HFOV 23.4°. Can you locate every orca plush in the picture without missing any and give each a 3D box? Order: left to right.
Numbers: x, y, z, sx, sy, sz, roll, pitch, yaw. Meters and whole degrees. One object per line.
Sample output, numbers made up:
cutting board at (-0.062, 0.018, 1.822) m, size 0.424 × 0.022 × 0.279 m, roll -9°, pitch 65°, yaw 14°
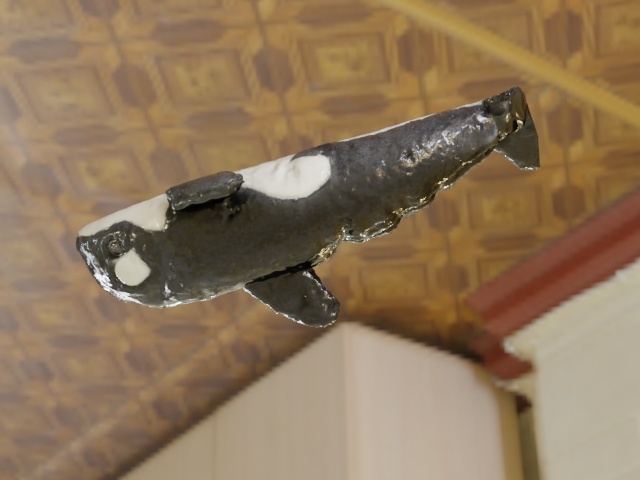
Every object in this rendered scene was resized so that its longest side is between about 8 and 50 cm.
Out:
orca plush at (0.000, 0.000, 0.938) m, size 0.287 × 0.102 × 0.151 m, roll -16°, pitch 177°, yaw -6°
